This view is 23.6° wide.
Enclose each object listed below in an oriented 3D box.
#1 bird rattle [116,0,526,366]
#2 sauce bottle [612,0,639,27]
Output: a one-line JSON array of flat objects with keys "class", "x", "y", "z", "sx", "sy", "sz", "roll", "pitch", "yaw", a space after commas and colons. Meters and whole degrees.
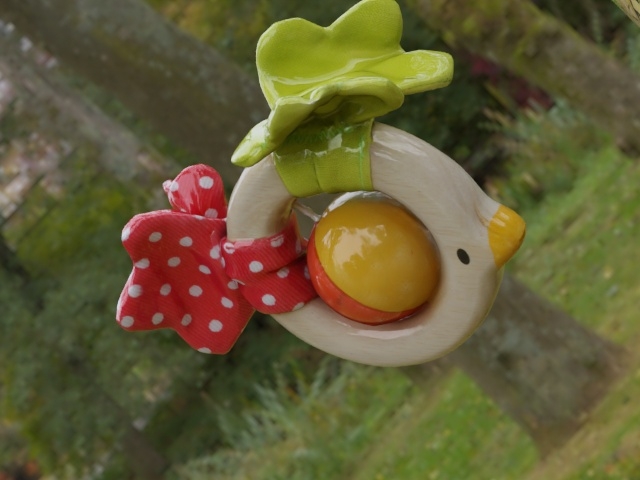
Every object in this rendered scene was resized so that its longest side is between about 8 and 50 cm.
[{"class": "bird rattle", "x": 0.000, "y": 0.000, "z": 0.884, "sx": 0.253, "sy": 0.207, "sz": 0.143, "roll": -56, "pitch": 0, "yaw": 33}, {"class": "sauce bottle", "x": 0.167, "y": -0.086, "z": 0.499, "sx": 0.111, "sy": 0.111, "sz": 0.344, "roll": -46, "pitch": 17, "yaw": 13}]
